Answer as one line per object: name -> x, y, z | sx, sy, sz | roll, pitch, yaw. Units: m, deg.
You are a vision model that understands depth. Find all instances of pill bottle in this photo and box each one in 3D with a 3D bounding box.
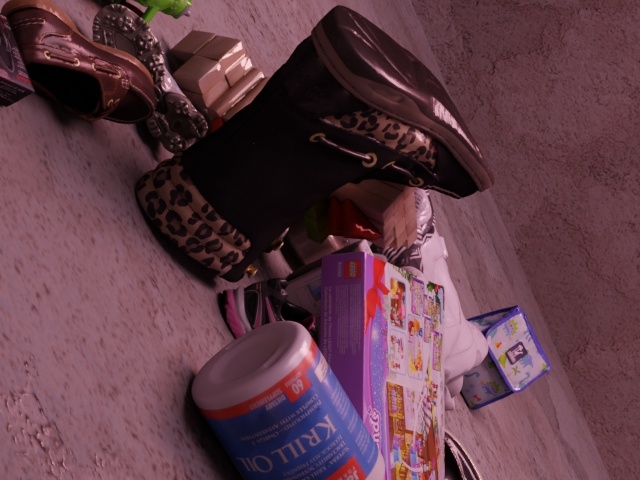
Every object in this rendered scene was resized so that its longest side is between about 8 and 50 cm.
pill bottle -> -0.015, 0.196, 1.396 | 0.221, 0.124, 0.124 | 59, 15, -19

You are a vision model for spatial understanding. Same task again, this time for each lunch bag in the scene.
lunch bag -> 0.287, 0.188, 2.469 | 0.128, 0.151, 0.096 | 61, 14, -19

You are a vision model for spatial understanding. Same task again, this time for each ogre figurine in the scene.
ogre figurine -> -0.204, -0.300, 1.650 | 0.118, 0.097, 0.197 | 50, -6, 15

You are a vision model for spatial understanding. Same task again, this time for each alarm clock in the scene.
alarm clock -> 0.000, 0.000, 1.902 | 0.192, 0.064, 0.129 | 67, 11, 21

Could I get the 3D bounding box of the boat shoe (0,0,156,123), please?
boat shoe -> -0.218, -0.145, 1.366 | 0.207, 0.073, 0.073 | 30, 39, -55

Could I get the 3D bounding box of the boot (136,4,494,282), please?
boot -> 0.005, -0.073, 1.568 | 0.138, 0.284, 0.377 | 60, 15, 24

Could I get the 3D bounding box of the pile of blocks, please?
pile of blocks -> -0.052, -0.092, 1.757 | 0.362, 0.112, 0.149 | 40, -29, 8

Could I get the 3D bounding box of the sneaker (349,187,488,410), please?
sneaker -> 0.136, 0.074, 2.164 | 0.210, 0.137, 0.366 | 55, 22, -36

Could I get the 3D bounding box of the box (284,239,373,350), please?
box -> 0.044, 0.117, 1.798 | 0.203, 0.103, 0.114 | 64, 14, -4

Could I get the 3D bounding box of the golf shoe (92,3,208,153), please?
golf shoe -> -0.189, -0.172, 1.570 | 0.176, 0.069, 0.086 | 61, -6, -26

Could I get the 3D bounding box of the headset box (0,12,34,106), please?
headset box -> -0.274, -0.152, 1.242 | 0.083, 0.032, 0.062 | 67, 14, 14

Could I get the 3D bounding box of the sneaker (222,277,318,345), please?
sneaker -> -0.030, 0.114, 1.584 | 0.178, 0.077, 0.072 | 57, 17, -31

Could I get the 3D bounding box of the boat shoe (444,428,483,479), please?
boat shoe -> 0.168, 0.341, 1.907 | 0.079, 0.084, 0.233 | 37, 34, -63

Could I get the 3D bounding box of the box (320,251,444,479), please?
box -> 0.069, 0.174, 1.627 | 0.201, 0.057, 0.293 | 24, 63, -58
